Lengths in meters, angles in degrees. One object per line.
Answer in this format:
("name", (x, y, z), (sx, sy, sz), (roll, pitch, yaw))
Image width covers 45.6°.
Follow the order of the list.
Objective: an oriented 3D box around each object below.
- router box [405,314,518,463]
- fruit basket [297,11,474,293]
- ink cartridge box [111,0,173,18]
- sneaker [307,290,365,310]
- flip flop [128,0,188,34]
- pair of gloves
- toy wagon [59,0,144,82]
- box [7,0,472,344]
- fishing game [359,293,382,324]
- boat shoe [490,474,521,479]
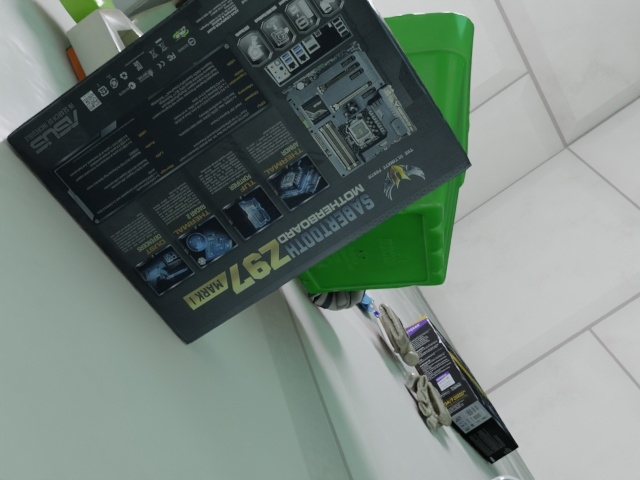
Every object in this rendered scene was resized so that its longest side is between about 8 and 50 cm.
("router box", (0.311, 0.338, 1.709), (0.309, 0.081, 0.243), (48, 10, -46))
("fruit basket", (0.019, -0.150, 0.832), (0.392, 0.283, 0.392), (-5, 90, -82))
("ink cartridge box", (-0.263, -0.371, 1.112), (0.153, 0.087, 0.208), (55, 6, 7))
("sneaker", (-0.008, 0.012, 1.086), (0.086, 0.163, 0.226), (19, -10, -43))
("flip flop", (-0.150, -0.311, 1.018), (0.112, 0.080, 0.277), (47, 49, 4))
("pair of gloves", (0.164, 0.229, 1.375), (0.240, 0.042, 0.204), (64, 5, 14))
("toy wagon", (-0.168, -0.147, 0.778), (0.344, 0.068, 0.267), (53, 7, -16))
("box", (-0.049, -0.064, 0.495), (0.183, 0.233, 0.059), (53, 13, -19))
("fishing game", (0.055, 0.056, 1.479), (0.264, 0.041, 0.189), (53, 4, -18))
("boat shoe", (0.317, 0.458, 1.037), (0.302, 0.114, 0.091), (54, 1, -8))
